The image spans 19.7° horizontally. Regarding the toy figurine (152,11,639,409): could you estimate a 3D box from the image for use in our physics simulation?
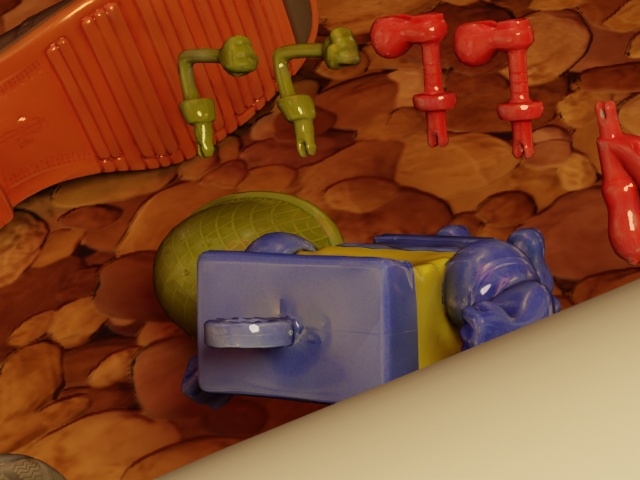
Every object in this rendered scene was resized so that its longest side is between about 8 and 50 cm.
[{"bbox_3d":[0.000,0.000,0.853,0.362,0.191,0.217,4,14,36],"label":"toy figurine"}]

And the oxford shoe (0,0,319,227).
[{"bbox_3d":[-0.175,-0.103,1.213,0.363,0.130,0.133,-24,25,-17],"label":"oxford shoe"}]

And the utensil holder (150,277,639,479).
[{"bbox_3d":[0.057,0.180,0.396,0.385,0.328,0.327,-18,28,-35],"label":"utensil holder"}]

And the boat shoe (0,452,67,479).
[{"bbox_3d":[-0.253,0.195,0.802,0.324,0.123,0.116,-29,27,-33],"label":"boat shoe"}]
